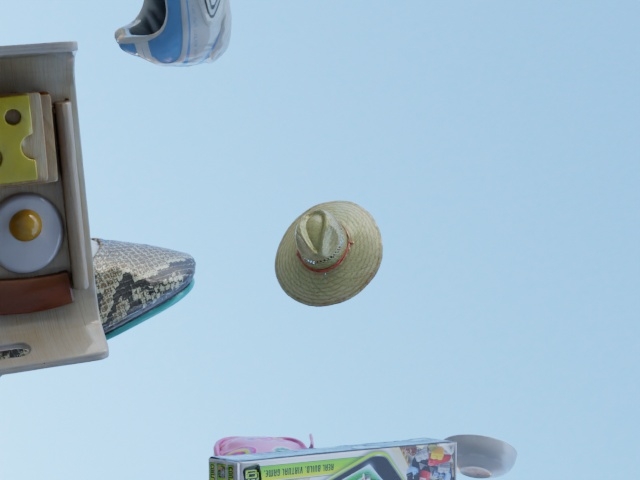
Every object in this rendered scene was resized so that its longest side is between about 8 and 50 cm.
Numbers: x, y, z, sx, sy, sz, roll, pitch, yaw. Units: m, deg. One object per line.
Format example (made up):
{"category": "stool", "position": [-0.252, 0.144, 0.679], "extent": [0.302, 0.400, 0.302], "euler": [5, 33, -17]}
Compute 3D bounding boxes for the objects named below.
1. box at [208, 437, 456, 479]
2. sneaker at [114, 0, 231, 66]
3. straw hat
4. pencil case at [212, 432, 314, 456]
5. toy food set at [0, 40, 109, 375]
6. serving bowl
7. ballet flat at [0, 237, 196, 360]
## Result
{"category": "box", "position": [0.013, 0.206, 1.024], "extent": [0.036, 0.207, 0.114], "euler": [-3, -93, 51]}
{"category": "sneaker", "position": [-0.094, -0.228, 0.944], "extent": [0.085, 0.086, 0.237], "euler": [-134, -134, -55]}
{"category": "straw hat", "position": [0.000, 0.000, 1.657], "extent": [0.144, 0.144, 0.061], "euler": [34, -14, 33]}
{"category": "pencil case", "position": [-0.060, 0.355, 1.591], "extent": [0.124, 0.124, 0.284], "euler": [12, -74, 43]}
{"category": "toy food set", "position": [-0.315, -0.024, 1.292], "extent": [0.092, 0.220, 0.306], "euler": [-140, -135, -66]}
{"category": "serving bowl", "position": [0.168, 0.236, 1.522], "extent": [0.083, 0.083, 0.027], "euler": [-24, -133, 47]}
{"category": "ballet flat", "position": [-0.381, 0.097, 1.601], "extent": [0.182, 0.483, 0.164], "euler": [60, -1, -20]}
